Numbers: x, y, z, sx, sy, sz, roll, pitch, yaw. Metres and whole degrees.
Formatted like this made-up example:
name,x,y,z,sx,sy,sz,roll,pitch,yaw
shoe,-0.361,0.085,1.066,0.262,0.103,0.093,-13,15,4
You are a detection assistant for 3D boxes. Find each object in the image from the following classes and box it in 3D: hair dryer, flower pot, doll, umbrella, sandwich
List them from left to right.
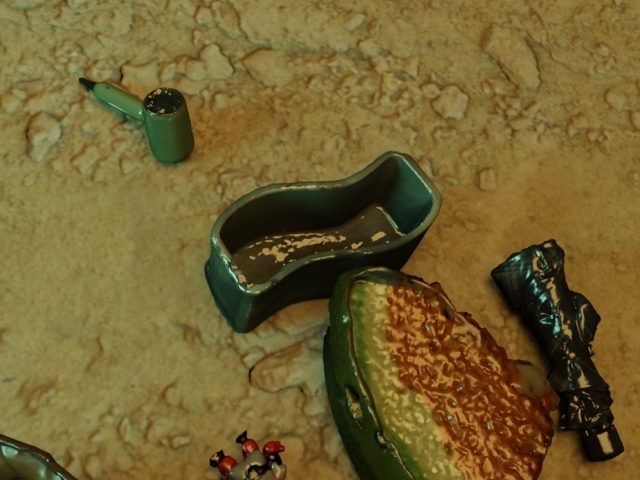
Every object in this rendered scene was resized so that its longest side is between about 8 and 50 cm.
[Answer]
name,x,y,z,sx,sy,sz,roll,pitch,yaw
hair dryer,-0.197,-0.143,1.052,0.150,0.071,0.047,30,59,22
doll,-0.028,0.243,0.888,0.109,0.057,0.169,-34,75,-27
flower pot,0.000,0.000,0.989,0.229,0.108,0.103,-18,68,-20
sandwich,0.106,0.152,0.940,0.212,0.109,0.292,-35,80,-34
umbrella,0.251,0.111,1.012,0.071,0.080,0.224,5,60,-49

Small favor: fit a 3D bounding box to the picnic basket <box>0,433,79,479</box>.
name,x,y,z,sx,sy,sz,roll,pitch,yaw
picnic basket,-0.298,0.218,0.640,0.293,0.337,0.337,22,60,20
